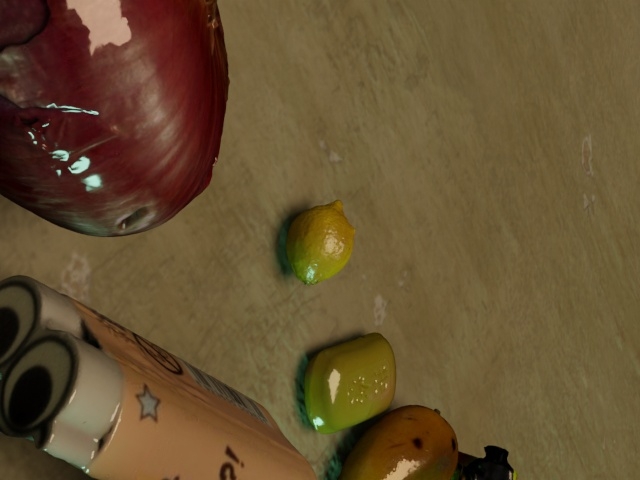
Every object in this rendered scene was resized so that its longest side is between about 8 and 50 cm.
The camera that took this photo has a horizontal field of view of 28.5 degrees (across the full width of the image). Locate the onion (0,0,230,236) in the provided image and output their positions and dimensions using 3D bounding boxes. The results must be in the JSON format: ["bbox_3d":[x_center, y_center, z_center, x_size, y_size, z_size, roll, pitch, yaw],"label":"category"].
[{"bbox_3d":[-0.199,-0.164,0.829,0.347,0.285,0.347,166,-90,-89],"label":"onion"}]

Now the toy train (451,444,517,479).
[{"bbox_3d":[0.148,0.371,1.374,0.160,0.100,0.296,116,-8,-66],"label":"toy train"}]

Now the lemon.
[{"bbox_3d":[0.000,0.000,1.220,0.065,0.065,0.092,40,66,-45],"label":"lemon"}]

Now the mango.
[{"bbox_3d":[0.076,0.241,1.318,0.178,0.090,0.115,-29,123,-38],"label":"mango"}]

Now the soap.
[{"bbox_3d":[0.034,0.145,1.288,0.140,0.045,0.089,-13,106,-51],"label":"soap"}]

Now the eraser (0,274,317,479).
[{"bbox_3d":[-0.131,0.138,0.980,0.087,0.171,0.290,-49,137,3],"label":"eraser"}]
